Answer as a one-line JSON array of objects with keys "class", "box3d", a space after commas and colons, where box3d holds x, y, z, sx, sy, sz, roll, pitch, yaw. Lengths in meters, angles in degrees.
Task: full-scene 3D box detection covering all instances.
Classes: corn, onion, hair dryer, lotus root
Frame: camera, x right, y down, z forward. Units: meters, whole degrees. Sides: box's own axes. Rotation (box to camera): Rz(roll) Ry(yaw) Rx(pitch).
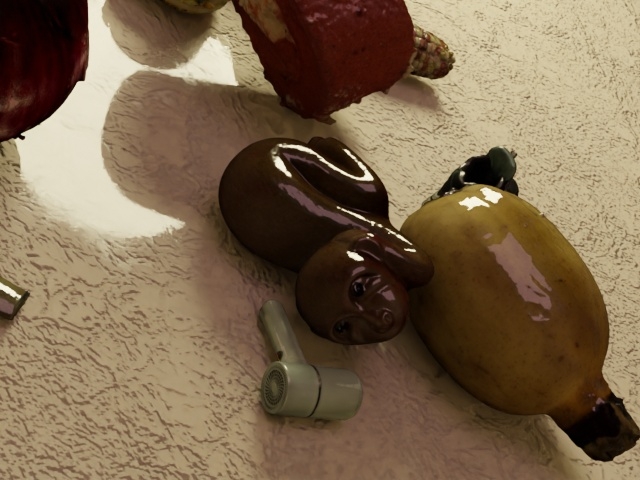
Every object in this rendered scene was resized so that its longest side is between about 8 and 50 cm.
[{"class": "corn", "box3d": [0.062, -0.265, 1.582, 0.237, 0.079, 0.079, 19, 39, -24]}, {"class": "onion", "box3d": [-0.339, -0.229, 1.076, 0.313, 0.232, 0.314, 21, 40, -19]}, {"class": "hair dryer", "box3d": [-0.022, 0.103, 1.127, 0.082, 0.047, 0.137, 9, 36, -33]}, {"class": "lotus root", "box3d": [0.198, 0.084, 1.229, 0.182, 0.183, 0.310, -15, 65, -47]}]

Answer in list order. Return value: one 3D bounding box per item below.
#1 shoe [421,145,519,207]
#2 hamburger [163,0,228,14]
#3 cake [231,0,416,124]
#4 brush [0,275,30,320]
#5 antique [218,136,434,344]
[{"class": "shoe", "box3d": [0.193, -0.066, 1.439, 0.071, 0.099, 0.169, 47, 36, 19]}, {"class": "hamburger", "box3d": [-0.159, -0.318, 1.456, 0.126, 0.081, 0.141, 37, 24, -2]}, {"class": "cake", "box3d": [-0.005, -0.272, 1.371, 0.150, 0.177, 0.283, -26, 100, -23]}, {"class": "brush", "box3d": [-0.346, -0.011, 0.994, 0.248, 0.036, 0.043, 30, 40, -8]}, {"class": "antique", "box3d": [0.000, 0.000, 1.193, 0.143, 0.121, 0.257, -6, 51, -40]}]
